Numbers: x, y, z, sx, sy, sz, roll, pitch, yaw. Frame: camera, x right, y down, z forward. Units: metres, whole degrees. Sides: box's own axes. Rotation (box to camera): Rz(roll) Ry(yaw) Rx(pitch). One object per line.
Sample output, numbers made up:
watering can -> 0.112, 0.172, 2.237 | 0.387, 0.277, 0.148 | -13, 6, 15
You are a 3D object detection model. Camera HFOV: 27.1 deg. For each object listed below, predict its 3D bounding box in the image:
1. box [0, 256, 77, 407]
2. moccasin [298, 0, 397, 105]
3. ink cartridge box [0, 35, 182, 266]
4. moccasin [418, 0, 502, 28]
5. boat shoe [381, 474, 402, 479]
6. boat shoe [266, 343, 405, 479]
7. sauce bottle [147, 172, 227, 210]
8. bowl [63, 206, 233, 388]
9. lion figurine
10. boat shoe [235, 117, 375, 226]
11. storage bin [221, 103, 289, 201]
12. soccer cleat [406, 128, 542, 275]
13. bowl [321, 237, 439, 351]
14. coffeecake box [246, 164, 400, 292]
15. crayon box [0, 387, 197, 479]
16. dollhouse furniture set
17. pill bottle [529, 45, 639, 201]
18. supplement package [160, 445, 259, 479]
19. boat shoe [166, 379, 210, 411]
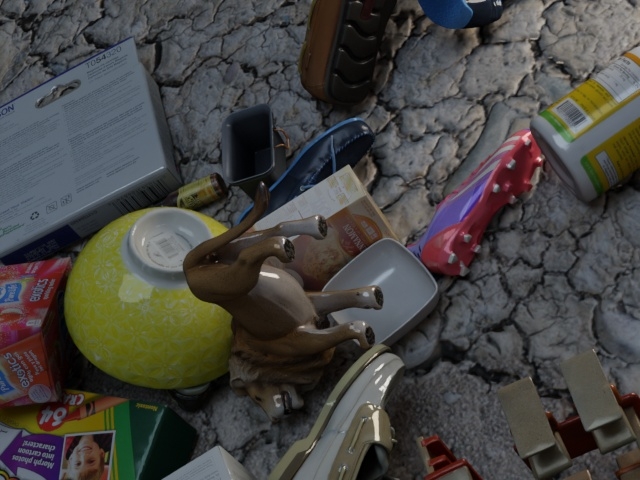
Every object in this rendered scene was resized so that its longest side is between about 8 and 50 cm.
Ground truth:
box -> -0.431, 0.131, 1.922 | 0.128, 0.122, 0.257 | -8, 21, 3
moccasin -> 0.054, -0.399, 2.033 | 0.147, 0.139, 0.380 | 34, 118, 49
ink cartridge box -> -0.408, -0.147, 2.213 | 0.324, 0.071, 0.330 | -26, 49, 10
moccasin -> 0.179, -0.457, 2.073 | 0.138, 0.117, 0.342 | -46, 54, 47
boat shoe -> 0.097, 0.345, 1.621 | 0.113, 0.105, 0.306 | -48, 52, -8
boat shoe -> 0.038, 0.251, 1.602 | 0.103, 0.113, 0.302 | 25, 49, 17
sauce bottle -> -0.210, -0.065, 2.079 | 0.128, 0.042, 0.042 | -25, 52, 14
bowl -> -0.213, 0.046, 1.855 | 0.289, 0.156, 0.289 | 5, 49, -6
lion figurine -> -0.075, 0.075, 1.695 | 0.240, 0.392, 0.142 | -12, 44, 25
boat shoe -> -0.007, -0.065, 1.955 | 0.258, 0.109, 0.089 | -47, 57, 14
storage bin -> -0.087, -0.127, 2.024 | 0.098, 0.091, 0.135 | -16, 55, 17
soccer cleat -> 0.216, -0.061, 1.841 | 0.095, 0.083, 0.248 | 25, 76, 41
bowl -> 0.088, 0.081, 1.828 | 0.142, 0.053, 0.142 | -41, 51, -1
coffeecake box -> 0.000, 0.000, 1.866 | 0.185, 0.142, 0.068 | -32, 51, 6
crayon box -> -0.391, 0.366, 1.850 | 0.363, 0.106, 0.313 | 4, 62, 29
dollhouse furniture set -> 0.251, 0.243, 1.513 | 0.259, 0.262, 0.135 | -25, 49, 11
pill bottle -> 0.416, -0.173, 1.772 | 0.246, 0.136, 0.136 | -35, 51, 2
supplement package -> -0.122, 0.436, 1.612 | 0.199, 0.198, 0.262 | -32, 51, 4
boat shoe -> -0.211, 0.141, 1.924 | 0.081, 0.068, 0.228 | -5, 51, -16
